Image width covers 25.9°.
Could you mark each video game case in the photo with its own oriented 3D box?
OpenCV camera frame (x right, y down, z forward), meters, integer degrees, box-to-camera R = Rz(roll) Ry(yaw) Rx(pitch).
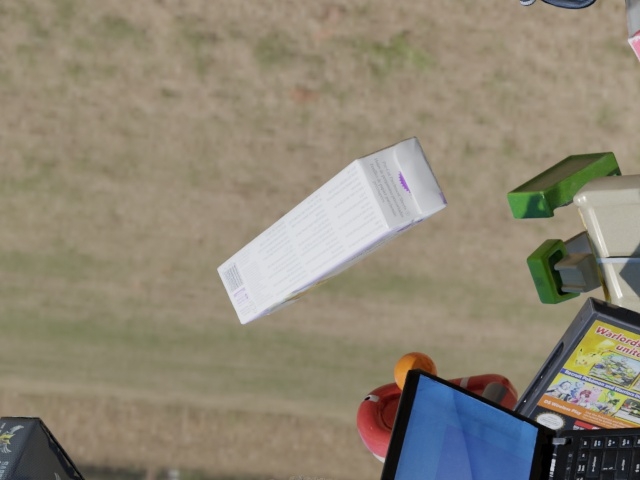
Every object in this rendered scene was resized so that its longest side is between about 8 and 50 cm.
[{"bbox_3d":[0.371,0.202,1.606,0.275,0.035,0.248,19,124,-13],"label":"video game case"}]

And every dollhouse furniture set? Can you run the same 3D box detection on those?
[{"bbox_3d":[0.439,-0.013,1.993,0.151,0.197,0.301,-28,-166,-29],"label":"dollhouse furniture set"}]

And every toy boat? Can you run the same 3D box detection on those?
[{"bbox_3d":[0.148,0.220,1.918,0.231,0.151,0.151,-13,-155,36],"label":"toy boat"}]

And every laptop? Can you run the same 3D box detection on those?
[{"bbox_3d":[0.193,0.227,1.150,0.264,0.234,0.136,-7,140,32],"label":"laptop"}]

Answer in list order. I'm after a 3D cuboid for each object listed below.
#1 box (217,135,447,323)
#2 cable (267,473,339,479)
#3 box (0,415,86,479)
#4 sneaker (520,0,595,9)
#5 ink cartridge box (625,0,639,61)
[{"bbox_3d":[0.000,0.000,1.218,0.063,0.067,0.324,-23,173,-29],"label":"box"},{"bbox_3d":[-0.007,0.392,1.562,0.089,0.257,0.257,-5,172,5],"label":"cable"},{"bbox_3d":[-0.327,0.333,1.489,0.059,0.232,0.183,-4,133,25],"label":"box"},{"bbox_3d":[0.364,-0.396,1.866,0.268,0.153,0.101,-26,134,3],"label":"sneaker"},{"bbox_3d":[0.557,-0.157,1.590,0.279,0.384,0.160,-25,-160,20],"label":"ink cartridge box"}]
